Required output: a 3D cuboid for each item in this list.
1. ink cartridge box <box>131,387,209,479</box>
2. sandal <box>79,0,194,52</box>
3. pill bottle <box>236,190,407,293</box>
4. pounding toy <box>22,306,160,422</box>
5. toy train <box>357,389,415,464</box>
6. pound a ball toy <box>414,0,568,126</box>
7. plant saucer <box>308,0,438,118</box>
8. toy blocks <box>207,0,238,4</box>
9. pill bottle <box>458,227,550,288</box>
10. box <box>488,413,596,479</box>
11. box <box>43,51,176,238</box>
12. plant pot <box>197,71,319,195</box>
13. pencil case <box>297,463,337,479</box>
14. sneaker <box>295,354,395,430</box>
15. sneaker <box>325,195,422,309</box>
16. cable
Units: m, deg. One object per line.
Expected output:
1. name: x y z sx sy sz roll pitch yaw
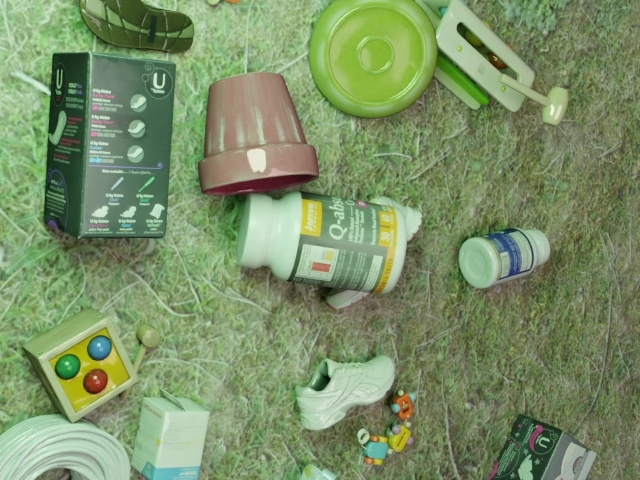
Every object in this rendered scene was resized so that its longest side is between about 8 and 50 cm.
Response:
1. ink cartridge box: -0.258 0.335 1.603 0.090 0.092 0.143 9 94 -37
2. sandal: -0.295 -0.350 1.471 0.219 0.060 0.090 -1 106 -50
3. pill bottle: 0.000 0.000 1.636 0.278 0.162 0.162 9 94 -13
4. pounding toy: -0.343 0.203 1.515 0.206 0.094 0.181 -32 116 -26
5. toy train: 0.134 0.389 1.926 0.166 0.046 0.125 -31 114 -30
6. pound a ball toy: 0.336 -0.361 1.822 0.319 0.208 0.135 31 81 -35
7. plant saucer: 0.099 -0.339 1.689 0.241 0.037 0.241 -1 106 -4
8. toy blocks: -0.155 -0.453 1.548 0.148 0.054 0.123 1 98 -36
9. pill bottle: 0.403 0.032 2.006 0.187 0.112 0.112 -13 106 -34
10. box: 0.509 0.563 2.167 0.163 0.142 0.247 35 79 -35
11. box: -0.324 -0.146 1.417 0.143 0.165 0.270 -1 100 -35
12. plant pot: -0.112 -0.180 1.558 0.201 0.201 0.180 -6 87 -35
13. pencil case: -0.059 0.562 1.775 0.273 0.113 0.124 -49 145 -19
14. sneaker: 0.050 0.273 1.818 0.232 0.090 0.115 -29 111 -29
15. sneaker: 0.081 0.018 1.788 0.111 0.103 0.252 37 85 -10
16. cable: -0.434 0.406 1.488 0.257 0.089 0.257 -13 110 -35
